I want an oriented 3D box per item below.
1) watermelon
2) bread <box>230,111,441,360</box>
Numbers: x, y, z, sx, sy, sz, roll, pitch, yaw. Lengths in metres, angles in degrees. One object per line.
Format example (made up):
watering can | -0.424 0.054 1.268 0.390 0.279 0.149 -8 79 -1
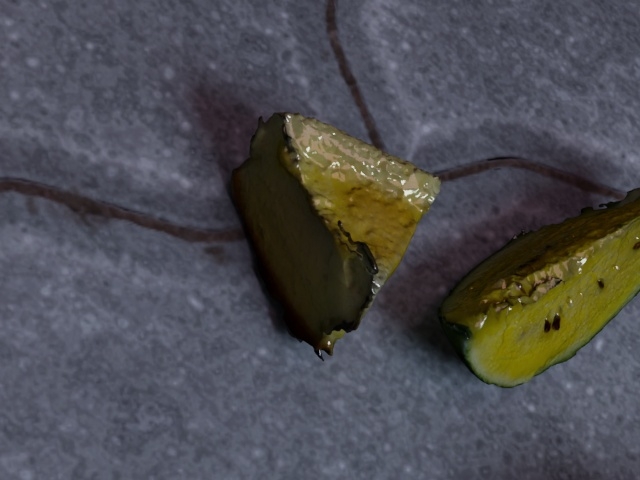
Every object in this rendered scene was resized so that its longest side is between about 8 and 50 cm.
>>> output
watermelon | 0.211 0.039 1.417 0.301 0.129 0.123 -29 83 -29
bread | 0.000 0.000 1.312 0.169 0.140 0.160 25 48 -13
